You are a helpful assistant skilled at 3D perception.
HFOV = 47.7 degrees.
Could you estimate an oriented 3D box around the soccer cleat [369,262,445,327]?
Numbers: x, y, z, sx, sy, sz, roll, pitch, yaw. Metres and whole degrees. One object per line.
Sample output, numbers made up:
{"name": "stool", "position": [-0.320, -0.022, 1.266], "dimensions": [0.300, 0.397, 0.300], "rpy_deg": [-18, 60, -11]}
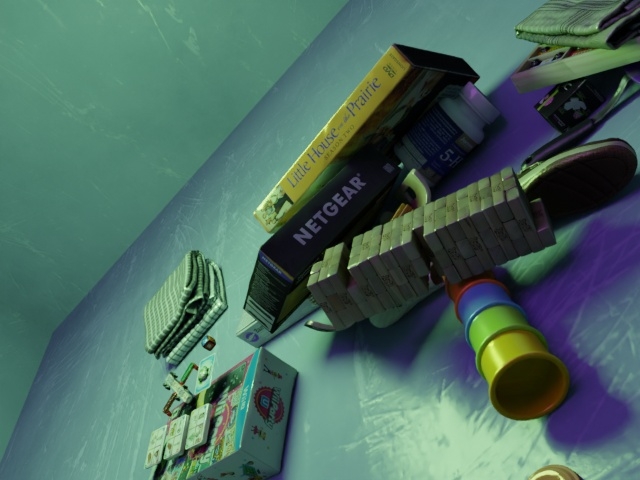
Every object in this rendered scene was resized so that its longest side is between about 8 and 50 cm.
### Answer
{"name": "soccer cleat", "position": [0.154, 0.070, 1.174], "dimensions": [0.196, 0.068, 0.076], "rpy_deg": [-47, 26, 5]}

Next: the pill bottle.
{"name": "pill bottle", "position": [0.237, -0.199, 1.346], "dimensions": [0.186, 0.112, 0.112], "rpy_deg": [-45, 24, 19]}

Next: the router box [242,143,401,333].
{"name": "router box", "position": [0.000, 0.000, 1.316], "dimensions": [0.309, 0.081, 0.243], "rpy_deg": [-45, -12, -28]}

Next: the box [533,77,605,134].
{"name": "box", "position": [0.394, -0.218, 1.151], "dimensions": [0.083, 0.052, 0.062], "rpy_deg": [-44, 23, 16]}

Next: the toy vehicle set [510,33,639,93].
{"name": "toy vehicle set", "position": [0.447, -0.315, 1.124], "dimensions": [0.267, 0.035, 0.166], "rpy_deg": [-8, 33, 51]}

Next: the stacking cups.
{"name": "stacking cups", "position": [0.223, 0.108, 0.966], "dimensions": [0.096, 0.096, 0.316], "rpy_deg": [-47, 19, 13]}

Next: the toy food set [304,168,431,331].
{"name": "toy food set", "position": [0.072, 0.027, 1.248], "dimensions": [0.306, 0.092, 0.220], "rpy_deg": [-57, -2, -8]}

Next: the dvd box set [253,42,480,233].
{"name": "dvd box set", "position": [0.091, -0.183, 1.384], "dimensions": [0.420, 0.062, 0.307], "rpy_deg": [-47, -19, 28]}

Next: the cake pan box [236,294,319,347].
{"name": "cake pan box", "position": [-0.067, 0.081, 1.578], "dimensions": [0.267, 0.070, 0.246], "rpy_deg": [-37, 25, 32]}

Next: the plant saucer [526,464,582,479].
{"name": "plant saucer", "position": [0.241, 0.276, 0.766], "dimensions": [0.083, 0.013, 0.083], "rpy_deg": [-42, 25, 25]}

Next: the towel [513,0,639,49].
{"name": "towel", "position": [0.491, -0.412, 1.138], "dimensions": [0.312, 0.056, 0.324], "rpy_deg": [-34, 21, 1]}

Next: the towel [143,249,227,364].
{"name": "towel", "position": [-0.378, 0.174, 1.965], "dimensions": [0.235, 0.121, 0.284], "rpy_deg": [-49, 23, 11]}

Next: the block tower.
{"name": "block tower", "position": [0.148, 0.012, 1.018], "dimensions": [0.335, 0.097, 0.091], "rpy_deg": [-23, 25, 21]}

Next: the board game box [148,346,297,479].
{"name": "board game box", "position": [-0.187, 0.366, 1.352], "dimensions": [0.303, 0.097, 0.224], "rpy_deg": [-36, 28, 32]}

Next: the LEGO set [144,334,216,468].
{"name": "LEGO set", "position": [-0.249, 0.309, 1.399], "dimensions": [0.182, 0.060, 0.244], "rpy_deg": [-33, 38, 33]}

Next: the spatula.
{"name": "spatula", "position": [0.425, -0.199, 1.092], "dimensions": [0.296, 0.030, 0.084], "rpy_deg": [-42, 27, 22]}

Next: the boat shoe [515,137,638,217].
{"name": "boat shoe", "position": [0.328, -0.085, 1.034], "dimensions": [0.257, 0.095, 0.095], "rpy_deg": [-30, 25, 43]}
